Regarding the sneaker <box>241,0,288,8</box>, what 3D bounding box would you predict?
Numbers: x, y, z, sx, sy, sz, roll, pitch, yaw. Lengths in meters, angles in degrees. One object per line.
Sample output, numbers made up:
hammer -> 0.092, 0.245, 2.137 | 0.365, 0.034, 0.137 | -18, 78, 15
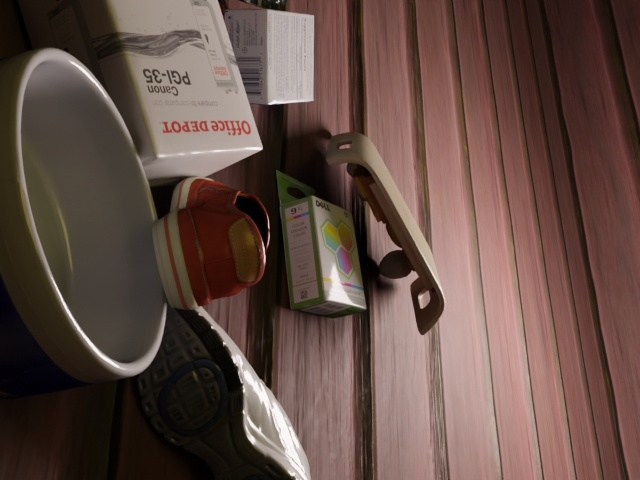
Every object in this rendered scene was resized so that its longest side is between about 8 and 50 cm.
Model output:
sneaker -> -0.096, -0.405, 1.141 | 0.283, 0.122, 0.110 | -58, 146, -53

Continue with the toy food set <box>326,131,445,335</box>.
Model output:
toy food set -> 0.096, -0.021, 1.259 | 0.306, 0.092, 0.220 | 60, 11, -13

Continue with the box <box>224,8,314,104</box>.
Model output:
box -> -0.070, -0.257, 1.110 | 0.137, 0.072, 0.126 | -22, 116, -60

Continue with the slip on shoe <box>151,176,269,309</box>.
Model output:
slip on shoe -> -0.102, -0.006, 0.827 | 0.331, 0.101, 0.123 | -117, -165, -80

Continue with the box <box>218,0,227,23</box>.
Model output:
box -> -0.189, -0.387, 1.050 | 0.114, 0.036, 0.207 | -5, 80, -60

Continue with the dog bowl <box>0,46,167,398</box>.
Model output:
dog bowl -> -0.220, -0.012, 0.633 | 0.265, 0.104, 0.265 | -13, 90, -84

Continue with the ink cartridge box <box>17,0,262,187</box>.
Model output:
ink cartridge box -> -0.195, -0.207, 0.859 | 0.207, 0.117, 0.283 | -17, 89, -61

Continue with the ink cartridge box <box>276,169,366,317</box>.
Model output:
ink cartridge box -> 0.000, 0.000, 1.136 | 0.109, 0.062, 0.209 | 20, 58, -54

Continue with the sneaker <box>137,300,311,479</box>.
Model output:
sneaker -> -0.100, 0.184, 0.854 | 0.129, 0.111, 0.297 | -83, 148, -72
